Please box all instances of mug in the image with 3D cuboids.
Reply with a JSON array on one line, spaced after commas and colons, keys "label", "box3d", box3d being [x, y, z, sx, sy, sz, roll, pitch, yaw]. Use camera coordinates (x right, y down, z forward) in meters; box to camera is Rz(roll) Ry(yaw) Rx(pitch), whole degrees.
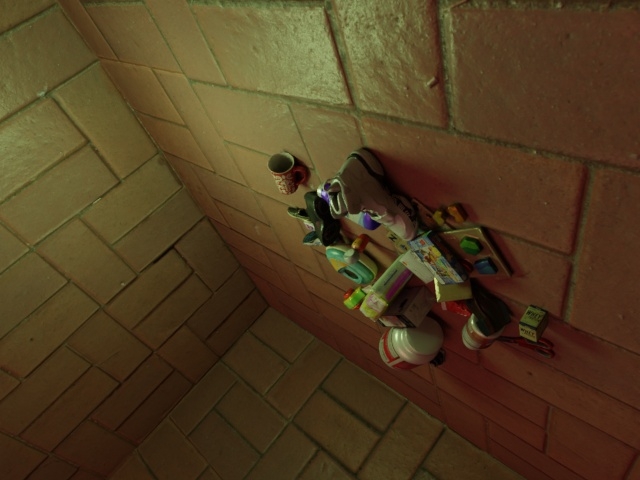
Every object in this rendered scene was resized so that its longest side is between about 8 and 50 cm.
[{"label": "mug", "box3d": [-0.140, -0.269, 1.886, 0.150, 0.113, 0.169, 36, 161, 23]}]

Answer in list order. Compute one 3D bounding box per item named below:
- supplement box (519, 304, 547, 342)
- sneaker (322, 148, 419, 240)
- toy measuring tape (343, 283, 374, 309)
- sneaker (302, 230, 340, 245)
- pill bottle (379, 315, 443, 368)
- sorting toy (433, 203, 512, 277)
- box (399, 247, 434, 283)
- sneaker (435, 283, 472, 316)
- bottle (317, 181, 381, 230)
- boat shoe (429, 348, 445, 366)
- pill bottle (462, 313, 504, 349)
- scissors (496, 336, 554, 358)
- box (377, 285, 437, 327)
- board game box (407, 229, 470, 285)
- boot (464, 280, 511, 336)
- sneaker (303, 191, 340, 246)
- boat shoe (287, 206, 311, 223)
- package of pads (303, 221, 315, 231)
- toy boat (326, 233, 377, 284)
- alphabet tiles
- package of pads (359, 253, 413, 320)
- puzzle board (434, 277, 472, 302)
[{"label": "supplement box", "box3d": [0.697, 0.273, 1.452, 0.056, 0.083, 0.083, 22, 149, 42]}, {"label": "sneaker", "box3d": [0.163, -0.107, 1.484, 0.365, 0.210, 0.137, 53, 157, -12]}, {"label": "toy measuring tape", "box3d": [0.199, 0.305, 2.362, 0.121, 0.121, 0.330, 44, 159, -1]}, {"label": "sneaker", "box3d": [0.000, 0.000, 2.139, 0.211, 0.080, 0.081, -6, 138, 42]}, {"label": "pill bottle", "box3d": [0.435, 0.491, 2.132, 0.229, 0.229, 0.407, 40, 159, 10]}, {"label": "sorting toy", "box3d": [0.452, 0.016, 1.436, 0.307, 0.041, 0.229, 50, 154, -20]}, {"label": "box", "box3d": [0.390, 0.084, 1.676, 0.145, 0.038, 0.186, 41, 158, 7]}, {"label": "sneaker", "box3d": [0.522, 0.217, 1.692, 0.128, 0.086, 0.221, 18, 160, 33]}, {"label": "bottle", "box3d": [0.111, -0.143, 1.692, 0.283, 0.092, 0.118, 32, 145, 32]}, {"label": "boat shoe", "box3d": [0.596, 0.620, 2.290, 0.065, 0.083, 0.183, 31, 156, 30]}, {"label": "pill bottle", "box3d": [0.611, 0.344, 1.690, 0.121, 0.121, 0.216, 35, 158, 21]}, {"label": "scissors", "box3d": [0.735, 0.372, 1.670, 0.109, 0.021, 0.297, 51, 159, -26]}, {"label": "box", "box3d": [0.367, 0.297, 1.978, 0.087, 0.169, 0.290, 44, 158, -9]}, {"label": "board game box", "box3d": [0.399, 0.063, 1.517, 0.201, 0.035, 0.136, 50, 160, -4]}, {"label": "boot", "box3d": [0.589, 0.223, 1.587, 0.082, 0.106, 0.219, 113, 137, -72]}, {"label": "sneaker", "box3d": [0.003, -0.101, 1.976, 0.130, 0.109, 0.286, 33, 146, 46]}, {"label": "boat shoe", "box3d": [-0.096, -0.134, 2.148, 0.152, 0.056, 0.049, 23, 148, 22]}, {"label": "package of pads", "box3d": [-0.042, -0.072, 2.188, 0.083, 0.032, 0.050, 25, 155, 39]}, {"label": "toy boat", "box3d": [0.137, 0.090, 1.994, 0.268, 0.148, 0.318, 32, 155, 9]}, {"label": "alphabet tiles", "box3d": [0.350, -0.025, 1.610, 0.285, 0.011, 0.342, 40, 159, 9]}, {"label": "package of pads", "box3d": [0.282, 0.211, 1.875, 0.101, 0.229, 0.296, 39, 159, 13]}, {"label": "puzzle board", "box3d": [0.476, 0.168, 1.591, 0.128, 0.096, 0.011, -14, 160, 33]}]
